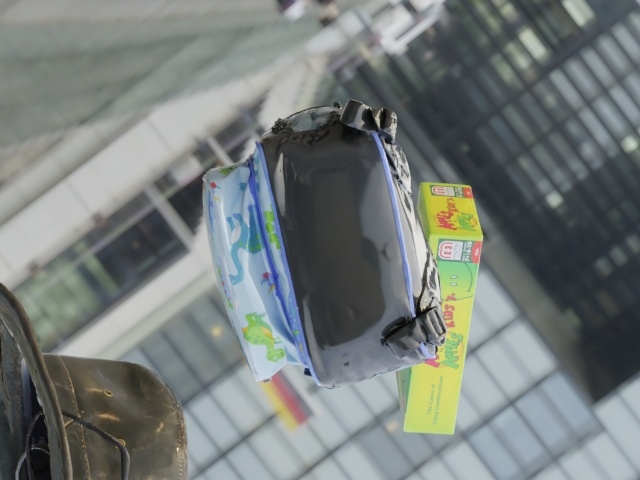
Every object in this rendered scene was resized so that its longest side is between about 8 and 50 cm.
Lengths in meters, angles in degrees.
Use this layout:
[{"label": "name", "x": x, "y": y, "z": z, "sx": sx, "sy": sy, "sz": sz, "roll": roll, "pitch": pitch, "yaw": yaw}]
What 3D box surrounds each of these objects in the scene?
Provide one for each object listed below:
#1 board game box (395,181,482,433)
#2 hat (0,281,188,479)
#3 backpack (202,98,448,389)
[{"label": "board game box", "x": 0.094, "y": 0.055, "z": 1.399, "sx": 0.043, "sy": 0.181, "sz": 0.092, "roll": 4, "pitch": -153, "yaw": -3}, {"label": "hat", "x": -0.171, "y": 0.170, "z": 1.344, "sx": 0.134, "sy": 0.331, "sz": 0.331, "roll": -11, "pitch": 174, "yaw": -18}, {"label": "backpack", "x": 0.000, "y": 0.000, "z": 0.679, "sx": 0.084, "sy": 0.105, "sz": 0.114, "roll": -14, "pitch": -174, "yaw": 5}]
